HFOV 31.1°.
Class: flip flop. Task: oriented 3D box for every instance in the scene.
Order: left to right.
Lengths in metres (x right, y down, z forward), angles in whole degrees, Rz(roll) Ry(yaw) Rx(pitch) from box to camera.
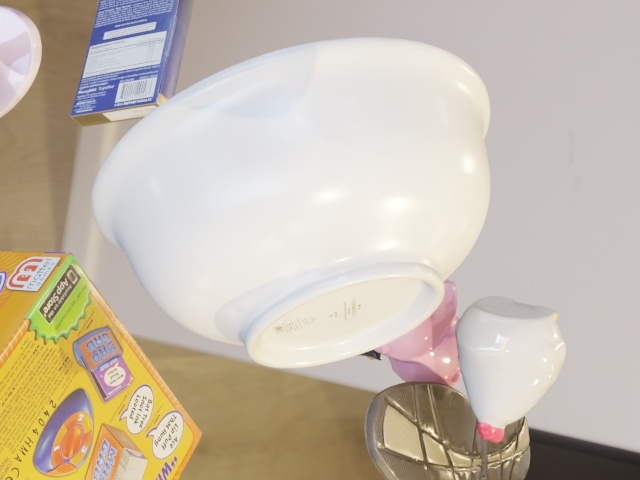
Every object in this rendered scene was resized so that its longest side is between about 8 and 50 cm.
[{"bbox_3d":[0.119,0.193,1.113,0.277,0.080,0.112,12,80,-55],"label":"flip flop"}]

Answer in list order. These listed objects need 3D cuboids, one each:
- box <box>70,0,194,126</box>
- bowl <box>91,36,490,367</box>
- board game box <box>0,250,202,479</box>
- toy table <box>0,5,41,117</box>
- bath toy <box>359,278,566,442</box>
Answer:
[{"bbox_3d":[-0.231,-0.255,1.450,0.036,0.136,0.225,40,52,-53],"label":"box"},{"bbox_3d":[0.000,0.000,0.806,0.298,0.298,0.134,27,39,-57],"label":"bowl"},{"bbox_3d":[-0.436,0.260,1.425,0.356,0.356,0.356,-62,138,-37],"label":"board game box"},{"bbox_3d":[-0.575,-0.252,1.764,0.252,0.274,0.161,49,19,0],"label":"toy table"},{"bbox_3d":[0.078,0.090,1.102,0.151,0.348,0.129,-5,106,-46],"label":"bath toy"}]
